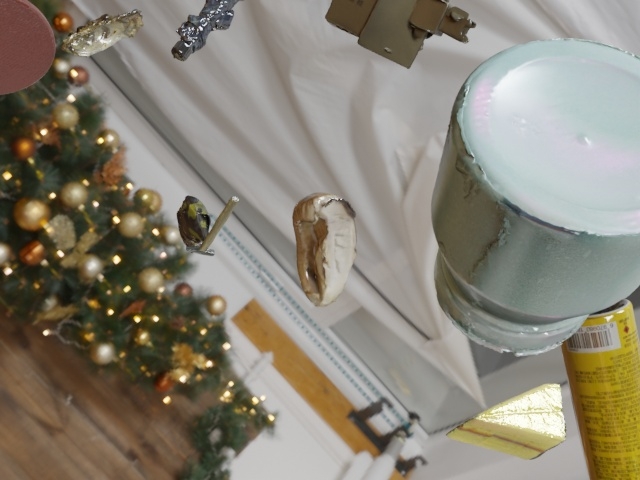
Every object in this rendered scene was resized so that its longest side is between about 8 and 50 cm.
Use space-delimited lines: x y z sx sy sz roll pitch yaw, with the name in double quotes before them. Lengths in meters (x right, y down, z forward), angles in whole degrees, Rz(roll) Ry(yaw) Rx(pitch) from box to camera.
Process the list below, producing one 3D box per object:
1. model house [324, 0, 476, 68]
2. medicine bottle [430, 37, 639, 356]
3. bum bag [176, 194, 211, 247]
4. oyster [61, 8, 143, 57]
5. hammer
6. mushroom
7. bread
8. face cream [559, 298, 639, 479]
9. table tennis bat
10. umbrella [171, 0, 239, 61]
"model house" 0.177 -0.434 1.351 0.211 0.243 0.204 -64 163 18
"medicine bottle" 0.235 -0.025 0.772 0.245 0.245 0.290 -43 158 -26
"bum bag" -0.283 -0.034 1.602 0.060 0.106 0.232 -20 178 -16
"oyster" -0.445 -0.426 1.477 0.177 0.056 0.105 -28 -177 6
"hammer" -0.213 -0.027 1.467 0.199 0.062 0.013 -50 -142 45
"mushroom" 0.001 -0.002 1.017 0.072 0.094 0.209 -30 139 -27
"bread" 0.461 0.426 1.820 0.167 0.264 0.163 127 -23 -50
"face cream" 0.411 0.259 1.007 0.105 0.348 0.105 -14 -175 1
"table tennis bat" -0.723 -0.429 1.486 0.268 0.051 0.415 -32 155 8
"umbrella" -0.233 -0.453 1.508 0.224 0.080 0.071 -60 163 -25
